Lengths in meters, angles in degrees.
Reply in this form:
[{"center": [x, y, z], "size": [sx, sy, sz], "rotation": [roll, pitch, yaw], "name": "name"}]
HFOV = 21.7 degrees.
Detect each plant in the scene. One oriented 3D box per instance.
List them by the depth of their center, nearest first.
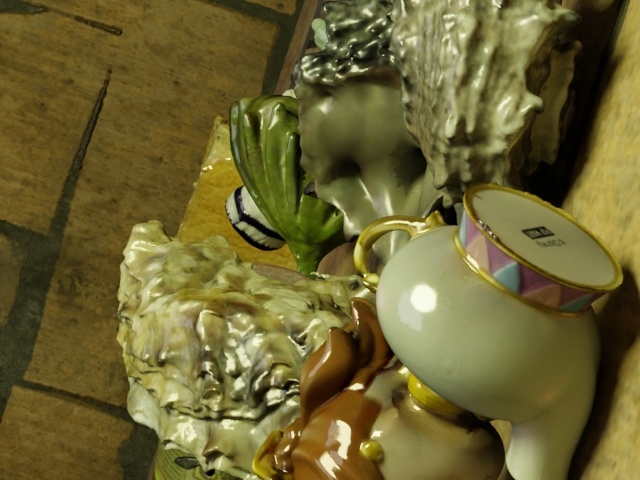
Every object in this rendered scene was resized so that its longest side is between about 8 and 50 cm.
[{"center": [-0.033, -0.003, 1.669], "size": [0.251, 0.180, 0.333], "rotation": [9, 78, 70], "name": "plant"}]

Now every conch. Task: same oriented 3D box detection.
[{"center": [0.103, -0.097, 1.200], "size": [0.313, 0.186, 0.240], "rotation": [-44, 40, 40], "name": "conch"}]

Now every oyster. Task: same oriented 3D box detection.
[{"center": [-0.042, 0.073, 1.335], "size": [0.238, 0.351, 0.115], "rotation": [-34, -47, -25], "name": "oyster"}]

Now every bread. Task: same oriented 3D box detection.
[{"center": [-0.101, -0.006, 2.219], "size": [0.114, 0.185, 0.274], "rotation": [-75, 6, -64], "name": "bread"}]

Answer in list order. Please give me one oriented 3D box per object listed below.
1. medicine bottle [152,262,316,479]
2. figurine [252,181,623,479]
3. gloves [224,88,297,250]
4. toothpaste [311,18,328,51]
[{"center": [-0.075, 0.188, 1.562], "size": [0.151, 0.151, 0.322], "rotation": [-84, 6, -56], "name": "medicine bottle"}, {"center": [0.065, 0.098, 0.981], "size": [0.189, 0.142, 0.263], "rotation": [45, 119, 30], "name": "figurine"}, {"center": [0.004, -0.084, 1.849], "size": [0.219, 0.140, 0.131], "rotation": [-33, 47, 27], "name": "gloves"}, {"center": [0.051, -0.188, 1.779], "size": [0.064, 0.041, 0.218], "rotation": [-55, 43, 9], "name": "toothpaste"}]
